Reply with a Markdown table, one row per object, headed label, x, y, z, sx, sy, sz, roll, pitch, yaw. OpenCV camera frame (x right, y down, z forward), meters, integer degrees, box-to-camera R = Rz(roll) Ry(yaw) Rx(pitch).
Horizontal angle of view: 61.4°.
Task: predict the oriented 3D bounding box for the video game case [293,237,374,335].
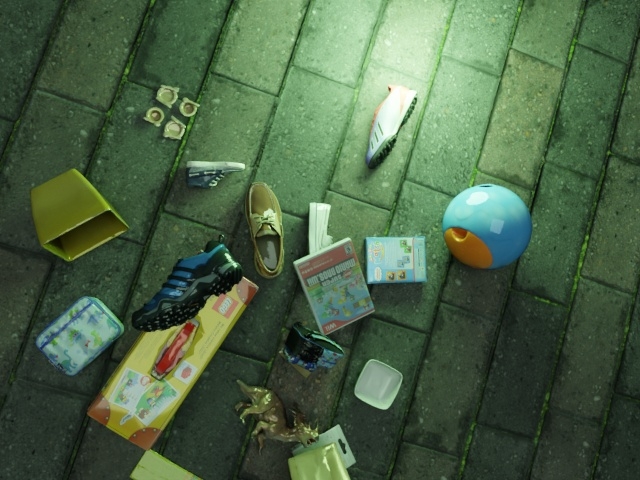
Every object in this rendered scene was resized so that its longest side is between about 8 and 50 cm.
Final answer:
| label | x | y | z | sx | sy | sz | roll | pitch | yaw |
| --- | --- | --- | --- | --- | --- | --- | --- | --- | --- |
| video game case | 0.049 | 0.156 | 1.783 | 0.204 | 0.025 | 0.285 | -24 | 112 | -11 |

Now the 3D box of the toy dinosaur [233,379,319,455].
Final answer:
| label | x | y | z | sx | sy | sz | roll | pitch | yaw |
| --- | --- | --- | --- | --- | --- | --- | --- | --- | --- |
| toy dinosaur | -0.151 | 0.552 | 1.726 | 0.200 | 0.127 | 0.295 | -31 | 79 | -18 |

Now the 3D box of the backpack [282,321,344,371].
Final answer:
| label | x | y | z | sx | sy | sz | roll | pitch | yaw |
| --- | --- | --- | --- | --- | --- | --- | --- | --- | --- |
| backpack | -0.018 | 0.356 | 1.737 | 0.173 | 0.158 | 0.116 | 27 | 89 | -20 |

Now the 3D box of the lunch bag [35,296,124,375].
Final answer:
| label | x | y | z | sx | sy | sz | roll | pitch | yaw |
| --- | --- | --- | --- | --- | --- | --- | --- | --- | --- |
| lunch bag | -0.737 | 0.289 | 1.650 | 0.219 | 0.090 | 0.176 | -42 | 91 | -11 |

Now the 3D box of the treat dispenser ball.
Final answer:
| label | x | y | z | sx | sy | sz | roll | pitch | yaw |
| --- | --- | --- | --- | --- | --- | --- | --- | --- | --- |
| treat dispenser ball | 0.557 | -0.044 | 1.808 | 0.289 | 0.288 | 0.287 | 1 | 86 | -10 |

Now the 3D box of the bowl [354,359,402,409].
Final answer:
| label | x | y | z | sx | sy | sz | roll | pitch | yaw |
| --- | --- | --- | --- | --- | --- | --- | --- | --- | --- |
| bowl | 0.190 | 0.484 | 1.822 | 0.142 | 0.053 | 0.142 | 28 | 81 | -7 |

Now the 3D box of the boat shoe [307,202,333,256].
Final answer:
| label | x | y | z | sx | sy | sz | roll | pitch | yaw |
| --- | --- | --- | --- | --- | --- | --- | --- | --- | --- |
| boat shoe | 0.000 | 0.000 | 1.801 | 0.084 | 0.095 | 0.257 | 1 | 87 | -6 |

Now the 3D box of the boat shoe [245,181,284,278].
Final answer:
| label | x | y | z | sx | sy | sz | roll | pitch | yaw |
| --- | --- | --- | --- | --- | --- | --- | --- | --- | --- |
| boat shoe | -0.174 | -0.037 | 1.760 | 0.123 | 0.116 | 0.324 | -12 | 88 | -11 |

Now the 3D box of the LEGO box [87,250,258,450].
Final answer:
| label | x | y | z | sx | sy | sz | roll | pitch | yaw |
| --- | --- | --- | --- | --- | --- | --- | --- | --- | --- |
| LEGO box | -0.407 | 0.290 | 1.565 | 0.193 | 0.372 | 0.500 | 35 | 81 | -7 |

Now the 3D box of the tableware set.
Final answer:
| label | x | y | z | sx | sy | sz | roll | pitch | yaw |
| --- | --- | --- | --- | --- | --- | --- | --- | --- | --- |
| tableware set | -0.494 | -0.424 | 1.779 | 0.141 | 0.020 | 0.168 | 28 | 81 | -7 |

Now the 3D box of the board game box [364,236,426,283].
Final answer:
| label | x | y | z | sx | sy | sz | roll | pitch | yaw |
| --- | --- | --- | --- | --- | --- | --- | --- | --- | --- |
| board game box | 0.260 | 0.068 | 1.871 | 0.212 | 0.039 | 0.160 | -1 | 86 | -11 |

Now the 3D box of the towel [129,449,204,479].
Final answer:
| label | x | y | z | sx | sy | sz | roll | pitch | yaw |
| --- | --- | --- | --- | --- | --- | --- | --- | --- | --- |
| towel | -0.472 | 0.759 | 1.700 | 0.237 | 0.021 | 0.102 | 33 | 75 | -5 |

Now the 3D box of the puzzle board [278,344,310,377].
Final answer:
| label | x | y | z | sx | sy | sz | roll | pitch | yaw |
| --- | --- | --- | --- | --- | --- | --- | --- | --- | --- |
| puzzle board | -0.062 | 0.382 | 1.805 | 0.128 | 0.011 | 0.096 | 44 | 79 | -5 |

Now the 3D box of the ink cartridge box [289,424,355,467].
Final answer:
| label | x | y | z | sx | sy | sz | roll | pitch | yaw |
| --- | --- | --- | --- | --- | --- | --- | --- | --- | --- |
| ink cartridge box | 0.007 | 0.712 | 1.785 | 0.180 | 0.045 | 0.145 | -24 | 90 | -21 |

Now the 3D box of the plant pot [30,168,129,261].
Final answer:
| label | x | y | z | sx | sy | sz | roll | pitch | yaw |
| --- | --- | --- | --- | --- | --- | --- | --- | --- | --- |
| plant pot | -0.742 | -0.087 | 1.624 | 0.212 | 0.212 | 0.187 | -31 | 80 | -11 |

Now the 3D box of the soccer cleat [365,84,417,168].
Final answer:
| label | x | y | z | sx | sy | sz | roll | pitch | yaw |
| --- | --- | --- | --- | --- | --- | --- | --- | --- | --- |
| soccer cleat | 0.222 | -0.397 | 1.877 | 0.117 | 0.108 | 0.318 | 27 | 83 | 13 |

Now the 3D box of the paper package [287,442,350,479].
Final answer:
| label | x | y | z | sx | sy | sz | roll | pitch | yaw |
| --- | --- | --- | --- | --- | --- | --- | --- | --- | --- |
| paper package | 0.025 | 0.831 | 1.589 | 0.168 | 0.309 | 0.324 | -13 | 118 | -10 |

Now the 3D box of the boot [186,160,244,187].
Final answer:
| label | x | y | z | sx | sy | sz | roll | pitch | yaw |
| --- | --- | --- | --- | --- | --- | --- | --- | --- | --- |
| boot | -0.345 | -0.214 | 1.774 | 0.190 | 0.069 | 0.085 | 0 | 93 | -2 |

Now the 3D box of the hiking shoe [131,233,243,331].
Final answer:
| label | x | y | z | sx | sy | sz | roll | pitch | yaw |
| --- | --- | --- | --- | --- | --- | --- | --- | --- | --- |
| hiking shoe | -0.345 | 0.118 | 1.363 | 0.304 | 0.113 | 0.132 | -31 | 62 | -5 |
